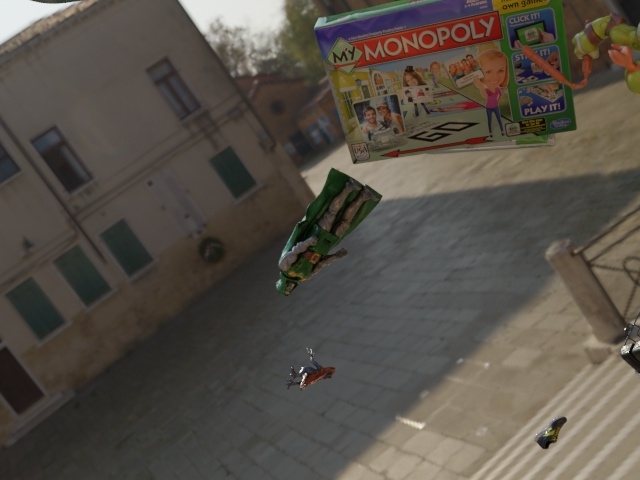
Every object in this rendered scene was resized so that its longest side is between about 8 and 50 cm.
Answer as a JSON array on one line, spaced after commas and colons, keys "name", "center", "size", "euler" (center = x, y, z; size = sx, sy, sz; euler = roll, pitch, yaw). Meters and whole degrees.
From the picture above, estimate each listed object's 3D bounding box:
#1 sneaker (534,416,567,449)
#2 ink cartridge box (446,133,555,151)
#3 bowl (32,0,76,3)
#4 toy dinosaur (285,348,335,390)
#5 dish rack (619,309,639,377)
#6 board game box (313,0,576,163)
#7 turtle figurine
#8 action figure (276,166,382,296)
[{"name": "sneaker", "center": [0.479, 0.397, 1.625], "size": [0.083, 0.031, 0.035], "euler": [-51, 39, 19]}, {"name": "ink cartridge box", "center": [0.343, -0.291, 1.666], "size": [0.278, 0.202, 0.117], "euler": [-1, 4, 25]}, {"name": "bowl", "center": [-0.331, -0.413, 0.947], "size": [0.311, 0.311, 0.163], "euler": [-29, 26, 35]}, {"name": "toy dinosaur", "center": [-0.008, 0.199, 1.138], "size": [0.082, 0.047, 0.090], "euler": [1, 25, -26]}, {"name": "dish rack", "center": [0.656, 0.109, 1.431], "size": [0.272, 0.074, 0.208], "euler": [-56, 2, -23]}, {"name": "board game box", "center": [0.171, -0.227, 1.072], "size": [0.317, 0.214, 0.046], "euler": [-8, 34, 18]}, {"name": "turtle figurine", "center": [0.359, -0.222, 0.806], "size": [0.269, 0.087, 0.217], "euler": [29, 72, 38]}, {"name": "action figure", "center": [0.000, 0.000, 1.319], "size": [0.232, 0.137, 0.063], "euler": [-53, 42, 14]}]
